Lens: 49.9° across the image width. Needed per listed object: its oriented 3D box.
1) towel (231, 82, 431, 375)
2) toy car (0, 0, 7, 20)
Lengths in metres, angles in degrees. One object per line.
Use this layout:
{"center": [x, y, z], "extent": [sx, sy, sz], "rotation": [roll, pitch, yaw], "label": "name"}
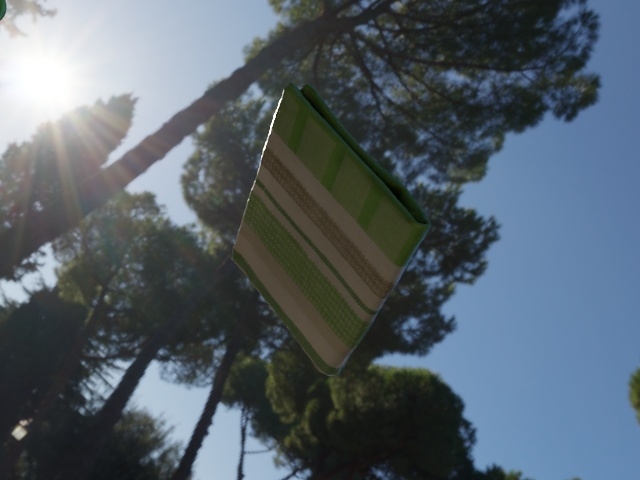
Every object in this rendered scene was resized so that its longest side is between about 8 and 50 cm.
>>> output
{"center": [0.000, 0.000, 0.395], "extent": [0.113, 0.023, 0.152], "rotation": [50, -38, 20], "label": "towel"}
{"center": [-0.424, -0.246, 0.804], "extent": [0.053, 0.225, 0.239], "rotation": [14, -31, 3], "label": "toy car"}
